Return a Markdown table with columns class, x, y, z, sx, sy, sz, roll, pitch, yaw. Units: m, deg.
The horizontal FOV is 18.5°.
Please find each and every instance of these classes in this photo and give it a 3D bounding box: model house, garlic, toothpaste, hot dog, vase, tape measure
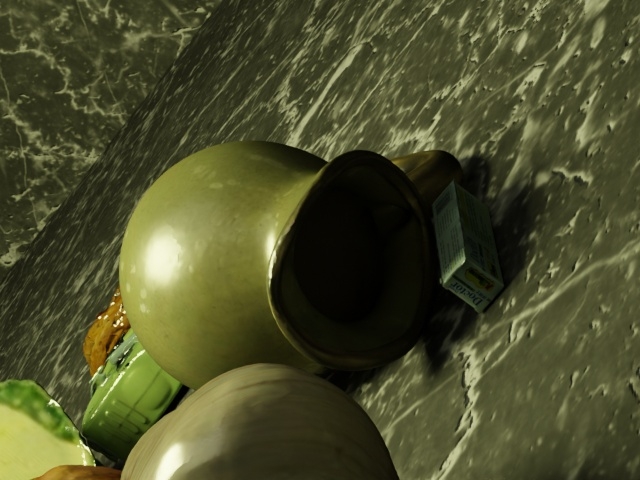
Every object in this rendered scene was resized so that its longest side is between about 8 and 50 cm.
| class | x | y | z | sx | sy | sz | roll | pitch | yaw |
| --- | --- | --- | --- | --- | --- | --- | --- | --- | --- |
| model house | -0.374 | 0.350 | 2.228 | 0.321 | 0.261 | 0.266 | -42 | -14 | -12 |
| garlic | -0.040 | 0.237 | 1.320 | 0.322 | 0.241 | 0.322 | -41 | 35 | 38 |
| toothpaste | 0.123 | 0.001 | 1.666 | 0.034 | 0.046 | 0.164 | -49 | 17 | 19 |
| hot dog | -0.216 | 0.091 | 2.440 | 0.227 | 0.099 | 0.160 | -46 | 12 | 23 |
| vase | 0.000 | 0.000 | 1.793 | 0.329 | 0.241 | 0.302 | -35 | 14 | -36 |
| tape measure | -0.207 | 0.153 | 2.299 | 0.177 | 0.087 | 0.154 | -52 | 12 | 9 |

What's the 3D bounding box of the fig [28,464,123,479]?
| class | x | y | z | sx | sy | sz | roll | pitch | yaw |
| --- | --- | --- | --- | --- | --- | --- | --- | --- | --- |
| fig | -0.218 | 0.307 | 1.776 | 0.224 | 0.224 | 0.263 | -59 | -4 | -11 |
